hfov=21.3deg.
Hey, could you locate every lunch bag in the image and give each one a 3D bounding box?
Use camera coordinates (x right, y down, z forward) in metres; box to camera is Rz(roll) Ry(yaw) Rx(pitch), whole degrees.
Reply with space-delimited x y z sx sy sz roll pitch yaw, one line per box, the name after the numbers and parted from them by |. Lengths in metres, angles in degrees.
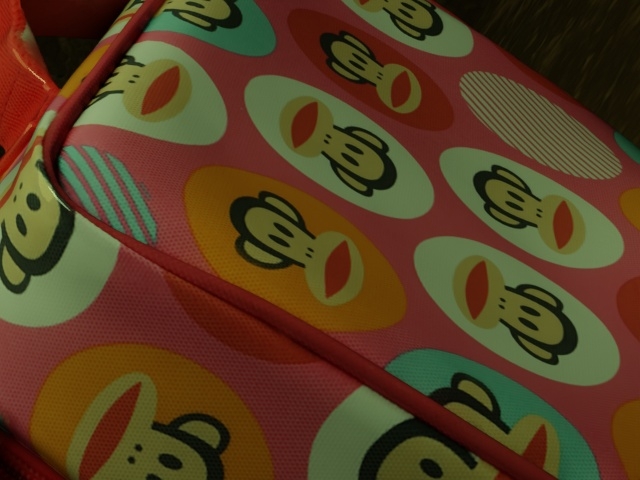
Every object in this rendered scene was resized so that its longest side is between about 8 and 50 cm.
0.000 0.000 0.545 0.120 0.258 0.293 -55 4 26 | lunch bag
